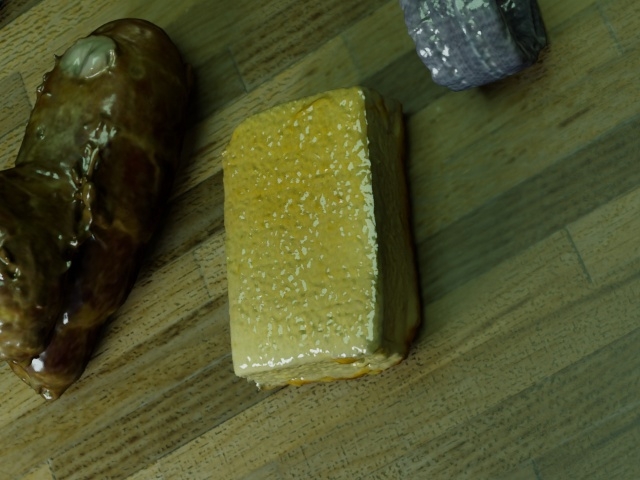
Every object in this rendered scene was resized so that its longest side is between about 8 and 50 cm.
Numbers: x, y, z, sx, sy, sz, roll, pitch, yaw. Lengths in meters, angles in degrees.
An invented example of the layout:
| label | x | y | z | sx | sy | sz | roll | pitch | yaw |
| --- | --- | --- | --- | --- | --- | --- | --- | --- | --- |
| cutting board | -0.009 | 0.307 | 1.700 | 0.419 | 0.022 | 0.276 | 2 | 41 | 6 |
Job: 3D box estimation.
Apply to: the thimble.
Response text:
| label | x | y | z | sx | sy | sz | roll | pitch | yaw |
| --- | --- | --- | --- | --- | --- | --- | --- | --- | --- |
| thimble | 0.146 | -0.222 | 1.791 | 0.098 | 0.150 | 0.150 | -22 | 69 | 24 |

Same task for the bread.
| label | x | y | z | sx | sy | sz | roll | pitch | yaw |
| --- | --- | --- | --- | --- | --- | --- | --- | --- | --- |
| bread | 0.000 | 0.000 | 1.838 | 0.185 | 0.114 | 0.274 | -12 | 72 | 29 |

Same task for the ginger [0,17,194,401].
| label | x | y | z | sx | sy | sz | roll | pitch | yaw |
| --- | --- | --- | --- | --- | --- | --- | --- | --- | --- |
| ginger | -0.268 | -0.052 | 1.926 | 0.176 | 0.254 | 0.418 | 18 | 82 | 28 |

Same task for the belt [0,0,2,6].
| label | x | y | z | sx | sy | sz | roll | pitch | yaw |
| --- | --- | --- | --- | --- | --- | --- | --- | --- | --- |
| belt | -0.516 | -0.339 | 2.164 | 0.295 | 0.160 | 0.207 | 31 | 94 | 30 |
